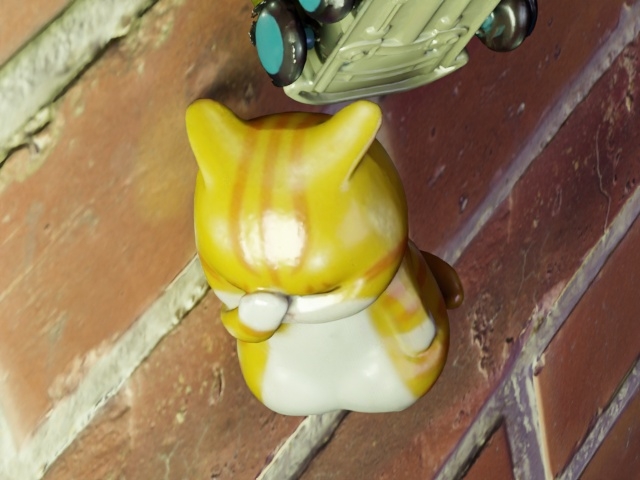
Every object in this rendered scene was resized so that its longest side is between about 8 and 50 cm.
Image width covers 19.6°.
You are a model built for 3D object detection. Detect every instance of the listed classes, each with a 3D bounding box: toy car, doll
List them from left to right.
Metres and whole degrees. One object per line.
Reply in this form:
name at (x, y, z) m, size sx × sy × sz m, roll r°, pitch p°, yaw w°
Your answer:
doll at (0.002, 0.020, 1.334) m, size 0.269 × 0.167 × 0.162 m, roll 66°, pitch 21°, yaw -56°
toy car at (0.043, -0.223, 1.239) m, size 0.204 × 0.198 × 0.248 m, roll -12°, pitch 160°, yaw -25°
